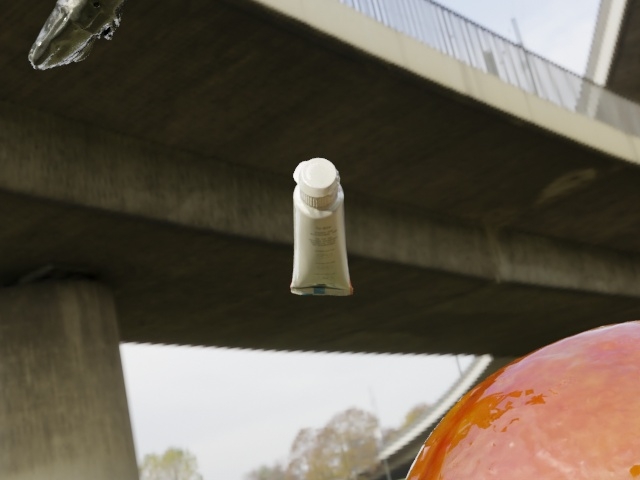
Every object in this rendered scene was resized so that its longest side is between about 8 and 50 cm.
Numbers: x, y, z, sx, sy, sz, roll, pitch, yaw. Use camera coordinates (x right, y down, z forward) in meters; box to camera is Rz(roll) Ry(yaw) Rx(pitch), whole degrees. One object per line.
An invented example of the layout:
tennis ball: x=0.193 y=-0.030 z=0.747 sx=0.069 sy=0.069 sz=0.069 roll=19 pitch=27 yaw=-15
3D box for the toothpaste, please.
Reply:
toothpaste: x=0.000 y=0.000 z=0.658 sx=0.048 sy=0.031 sz=0.190 roll=1 pitch=-25 yaw=1

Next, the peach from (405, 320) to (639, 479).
peach: x=0.193 y=0.221 z=0.513 sx=0.372 sy=0.373 sz=0.290 roll=-8 pitch=8 yaw=-14

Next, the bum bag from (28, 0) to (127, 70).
bum bag: x=-0.211 y=-0.272 z=0.979 sx=0.248 sy=0.060 sz=0.123 roll=-53 pitch=5 yaw=17
